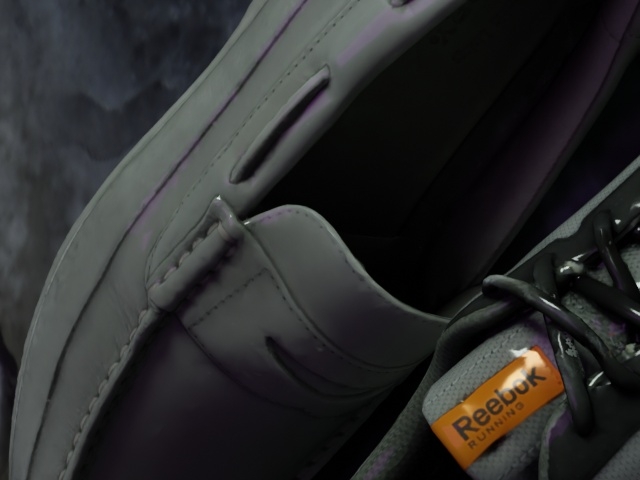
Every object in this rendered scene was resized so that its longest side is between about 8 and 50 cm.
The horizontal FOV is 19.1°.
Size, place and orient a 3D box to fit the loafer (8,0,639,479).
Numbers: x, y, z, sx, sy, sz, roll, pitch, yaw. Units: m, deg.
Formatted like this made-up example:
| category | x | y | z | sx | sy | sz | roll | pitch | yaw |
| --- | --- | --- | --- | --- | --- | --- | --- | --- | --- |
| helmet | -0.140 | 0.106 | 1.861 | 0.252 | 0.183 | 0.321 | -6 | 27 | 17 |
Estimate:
| category | x | y | z | sx | sy | sz | roll | pitch | yaw |
| --- | --- | --- | --- | --- | --- | --- | --- | --- | --- |
| loafer | 0.000 | 0.000 | 0.574 | 0.319 | 0.112 | 0.111 | -61 | 36 | 21 |

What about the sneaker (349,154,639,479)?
| category | x | y | z | sx | sy | sz | roll | pitch | yaw |
| --- | --- | --- | --- | --- | --- | --- | --- | --- | --- |
| sneaker | 0.095 | 0.022 | 0.465 | 0.271 | 0.108 | 0.100 | -54 | 46 | 26 |
